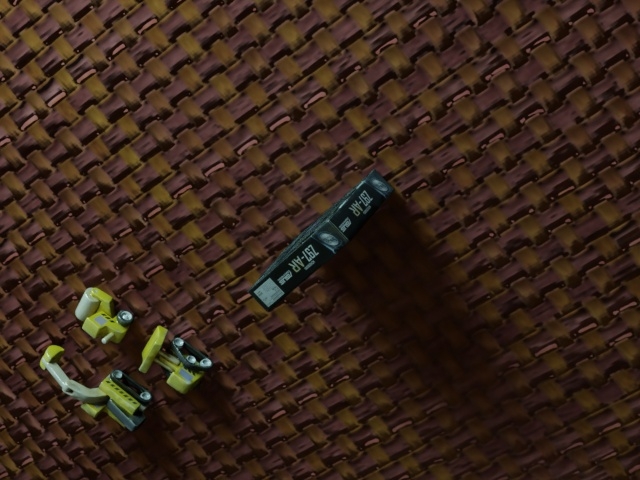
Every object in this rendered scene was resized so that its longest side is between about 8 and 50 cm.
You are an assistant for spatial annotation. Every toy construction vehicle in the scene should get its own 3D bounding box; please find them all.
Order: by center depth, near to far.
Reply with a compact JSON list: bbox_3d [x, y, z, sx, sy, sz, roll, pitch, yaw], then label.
[{"bbox_3d":[-0.132,0.085,1.305,0.098,0.035,0.086,38,130,2],"label":"toy construction vehicle"}]

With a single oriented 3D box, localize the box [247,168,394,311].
[{"bbox_3d":[0.000,0.000,1.160,0.018,0.067,0.083,46,129,-4],"label":"box"}]
